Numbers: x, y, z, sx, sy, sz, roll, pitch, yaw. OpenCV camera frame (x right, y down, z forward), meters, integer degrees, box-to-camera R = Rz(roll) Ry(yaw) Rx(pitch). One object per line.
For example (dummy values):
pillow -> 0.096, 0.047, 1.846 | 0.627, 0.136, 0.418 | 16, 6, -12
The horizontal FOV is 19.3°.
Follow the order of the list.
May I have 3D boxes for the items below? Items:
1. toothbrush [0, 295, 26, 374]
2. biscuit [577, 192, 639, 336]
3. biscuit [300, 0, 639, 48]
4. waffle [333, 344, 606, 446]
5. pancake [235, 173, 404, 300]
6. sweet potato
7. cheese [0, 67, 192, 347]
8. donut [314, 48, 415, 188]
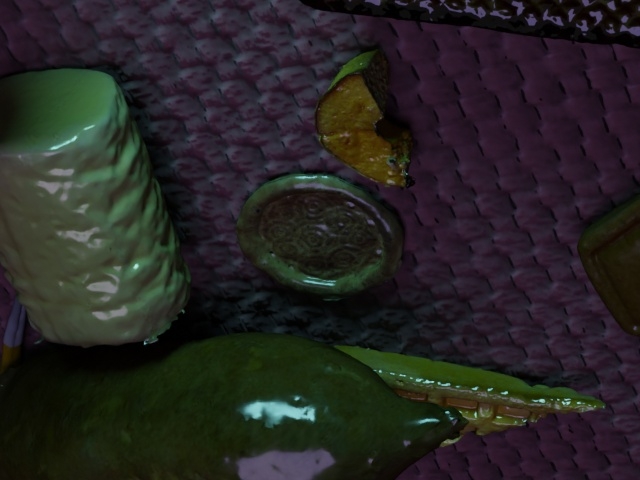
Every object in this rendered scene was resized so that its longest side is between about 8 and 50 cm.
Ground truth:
toothbrush -> -0.226, 0.086, 1.362 | 0.024, 0.021, 0.288 | 23, 136, 10
biscuit -> 0.275, 0.030, 1.140 | 0.215, 0.034, 0.182 | 34, 133, -16
biscuit -> 0.169, -0.159, 0.968 | 0.388, 0.073, 0.107 | 8, 133, 9
waffle -> 0.095, 0.133, 1.296 | 0.191, 0.032, 0.125 | 11, 133, 9
pancake -> 0.000, -0.001, 1.214 | 0.115, 0.011, 0.115 | 10, 136, 10
sweet potato -> -0.077, 0.132, 1.249 | 0.370, 0.158, 0.158 | -11, 129, 41
cheese -> -0.156, -0.020, 1.190 | 0.123, 0.094, 0.167 | 2, 130, 29
donut -> 0.034, -0.073, 1.117 | 0.083, 0.038, 0.067 | 32, 131, -20
